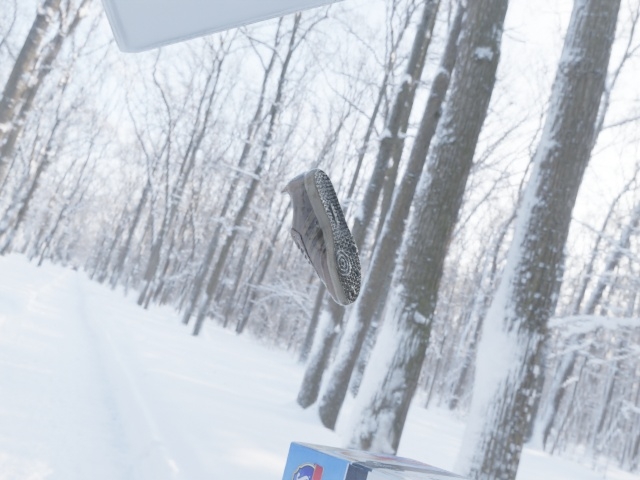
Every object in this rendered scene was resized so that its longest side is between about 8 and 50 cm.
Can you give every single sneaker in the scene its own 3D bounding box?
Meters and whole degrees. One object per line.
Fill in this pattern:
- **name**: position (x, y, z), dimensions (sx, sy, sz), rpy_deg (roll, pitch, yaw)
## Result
- **sneaker**: position (0.000, 0.000, 0.796), dimensions (0.071, 0.189, 0.066), rpy_deg (-18, -6, 35)

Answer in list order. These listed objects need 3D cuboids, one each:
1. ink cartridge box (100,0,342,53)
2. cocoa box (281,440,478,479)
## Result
- **ink cartridge box**: position (-0.030, -0.342, 0.325), dimensions (0.285, 0.395, 0.166), rpy_deg (-15, 24, -3)
- **cocoa box**: position (0.115, 0.467, 0.908), dimensions (0.227, 0.232, 0.347), rpy_deg (1, -18, 45)
